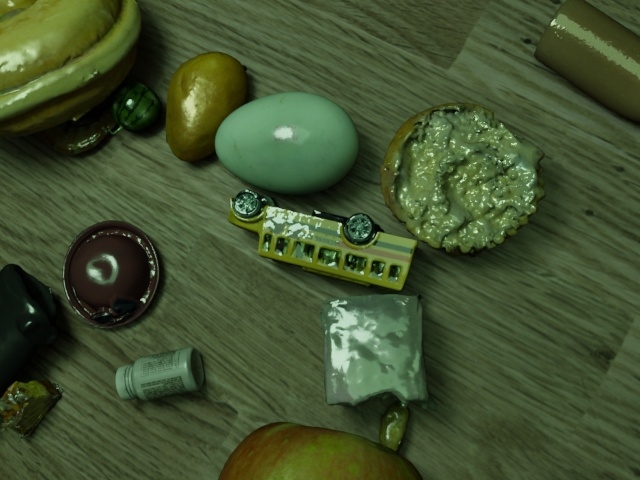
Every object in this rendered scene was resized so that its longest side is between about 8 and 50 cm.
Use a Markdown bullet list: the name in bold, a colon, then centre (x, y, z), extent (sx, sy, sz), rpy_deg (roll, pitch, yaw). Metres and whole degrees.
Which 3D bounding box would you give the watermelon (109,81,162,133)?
- **watermelon**: centre (-0.364, -0.257, 1.140), extent (0.109, 0.109, 0.108), rpy_deg (-1, 79, 7)

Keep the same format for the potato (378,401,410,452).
- **potato**: centre (0.123, 0.318, 0.988), extent (0.047, 0.045, 0.092), rpy_deg (10, 72, 27)

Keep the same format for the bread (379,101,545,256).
- **bread**: centre (0.236, -0.101, 1.007), extent (0.275, 0.149, 0.273), rpy_deg (0, 76, 2)

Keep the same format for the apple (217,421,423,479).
- **apple**: centre (-0.005, 0.429, 0.840), extent (0.340, 0.339, 0.339), rpy_deg (-1, 79, 7)

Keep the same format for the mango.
- **mango**: centre (-0.227, -0.259, 1.120), extent (0.147, 0.109, 0.227), rpy_deg (27, 82, -13)

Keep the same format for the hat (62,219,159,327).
- **hat**: centre (-0.400, 0.059, 1.087), extent (0.206, 0.089, 0.205), rpy_deg (-1, 79, 7)

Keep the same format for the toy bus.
- **toy bus**: centre (0.000, 0.000, 1.033), extent (0.336, 0.121, 0.122), rpy_deg (13, 89, 9)

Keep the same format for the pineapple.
- **pineapple**: centre (-0.529, 0.296, 1.058), extent (0.069, 0.137, 0.116), rpy_deg (44, 45, 10)

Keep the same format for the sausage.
- **sausage**: centre (0.511, -0.312, 1.026), extent (0.253, 0.123, 0.123), rpy_deg (40, 86, 13)

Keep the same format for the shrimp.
- **shrimp**: centre (-0.510, -0.300, 1.202), extent (0.198, 0.051, 0.262), rpy_deg (-39, 72, -11)

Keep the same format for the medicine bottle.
- **medicine bottle**: centre (-0.287, 0.242, 1.040), extent (0.140, 0.079, 0.079), rpy_deg (-13, 77, 4)

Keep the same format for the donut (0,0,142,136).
- **donut**: centre (-0.551, -0.372, 1.092), extent (0.450, 0.198, 0.448), rpy_deg (-5, 54, 6)

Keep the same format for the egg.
- **egg**: centre (-0.062, -0.172, 1.042), extent (0.265, 0.183, 0.182), rpy_deg (2, 79, 15)

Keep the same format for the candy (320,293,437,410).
- **candy**: centre (0.097, 0.182, 0.969), extent (0.185, 0.137, 0.195), rpy_deg (-3, 72, 7)

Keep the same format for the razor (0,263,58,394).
- **razor**: centre (-0.629, 0.210, 1.055), extent (0.349, 0.113, 0.204), rpy_deg (-44, 52, -4)
